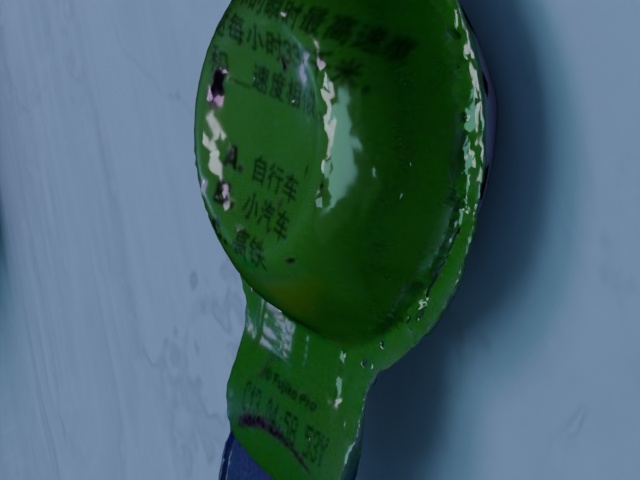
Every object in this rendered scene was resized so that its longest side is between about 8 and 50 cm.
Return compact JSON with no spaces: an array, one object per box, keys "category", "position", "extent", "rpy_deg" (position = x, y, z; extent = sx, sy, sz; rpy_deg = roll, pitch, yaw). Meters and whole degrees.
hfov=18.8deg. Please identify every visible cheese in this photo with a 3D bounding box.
[{"category":"cheese","position":[0.000,0.000,0.844],"extent":[0.204,0.083,0.320],"rpy_deg":[30,118,52]}]
